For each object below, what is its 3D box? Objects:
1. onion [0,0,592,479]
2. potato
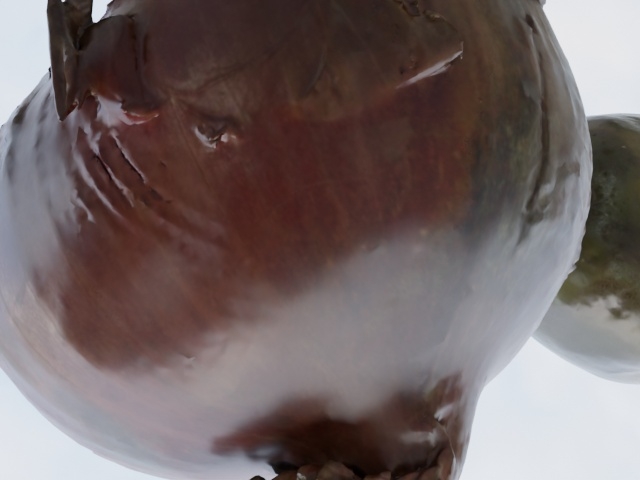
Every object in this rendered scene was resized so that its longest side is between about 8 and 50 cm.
[{"bbox_3d":[-0.022,-0.025,1.040,0.354,0.353,0.353,19,-148,-12],"label":"onion"},{"bbox_3d":[0.269,0.007,1.695,0.243,0.221,0.326,55,-160,9],"label":"potato"}]
